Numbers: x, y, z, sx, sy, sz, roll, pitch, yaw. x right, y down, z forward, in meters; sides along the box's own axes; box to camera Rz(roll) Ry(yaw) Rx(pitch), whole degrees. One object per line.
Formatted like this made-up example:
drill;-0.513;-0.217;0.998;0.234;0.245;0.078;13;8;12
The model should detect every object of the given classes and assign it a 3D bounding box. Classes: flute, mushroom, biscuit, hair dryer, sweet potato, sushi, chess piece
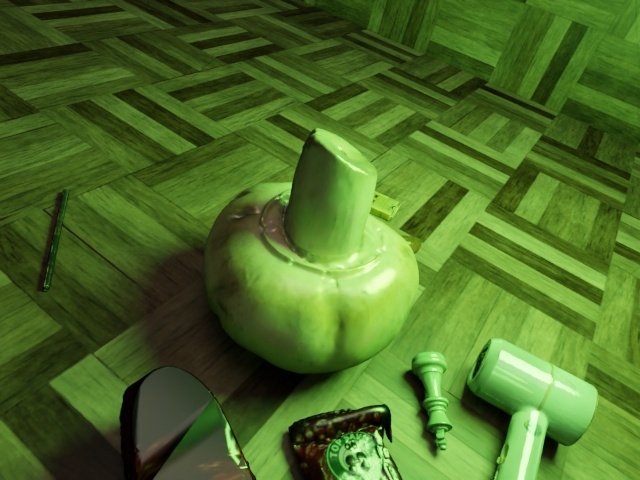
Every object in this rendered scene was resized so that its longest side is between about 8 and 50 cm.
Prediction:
flute;-0.481;-0.011;0.836;0.014;0.014;0.270;-1;43;-20
mushroom;0.002;0.027;0.754;0.325;0.353;0.353;34;31;-29
biscuit;0.057;0.325;0.588;0.151;0.063;0.236;-1;40;-21
hair dryer;0.278;0.314;0.663;0.172;0.108;0.357;26;47;15
sweet potato;0.121;0.012;0.987;0.213;0.050;0.050;0;42;-14
sushi;-0.163;0.267;0.543;0.136;0.126;0.225;-13;54;-33
chess piece;0.182;0.253;0.723;0.058;0.059;0.149;9;44;-9

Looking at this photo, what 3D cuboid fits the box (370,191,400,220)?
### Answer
box;0.121;-0.100;1.136;0.148;0.020;0.073;27;40;12
